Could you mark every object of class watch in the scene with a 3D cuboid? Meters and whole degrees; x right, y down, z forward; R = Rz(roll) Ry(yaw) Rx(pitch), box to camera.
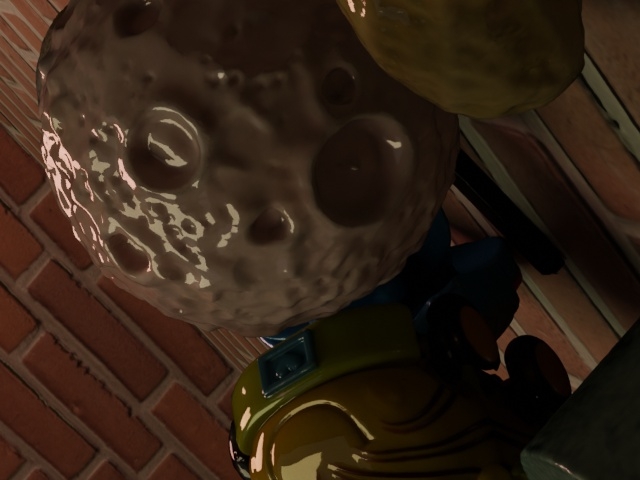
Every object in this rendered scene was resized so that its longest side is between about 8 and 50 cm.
[{"bbox_3d":[0.000,0.000,1.233,0.274,0.241,0.305,56,162,-7],"label":"watch"}]

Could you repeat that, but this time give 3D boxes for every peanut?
[{"bbox_3d":[0.054,-0.149,0.706,0.130,0.130,0.290,37,171,26],"label":"peanut"}]

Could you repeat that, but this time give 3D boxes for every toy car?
[{"bbox_3d":[0.060,0.149,1.077,0.248,0.200,0.142,26,-140,-41],"label":"toy car"}]

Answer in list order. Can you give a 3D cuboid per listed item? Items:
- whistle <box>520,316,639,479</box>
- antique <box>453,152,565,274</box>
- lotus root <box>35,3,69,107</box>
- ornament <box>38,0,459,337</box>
[{"bbox_3d":[0.256,0.127,0.915,0.188,0.168,0.405,44,169,-5],"label":"whistle"},{"bbox_3d":[0.107,-0.045,1.188,0.192,0.015,0.031,44,169,-11],"label":"antique"},{"bbox_3d":[-0.149,-0.108,1.422,0.175,0.175,0.349,39,169,18],"label":"lotus root"},{"bbox_3d":[-0.037,-0.071,0.982,0.225,0.259,0.259,29,163,51],"label":"ornament"}]
